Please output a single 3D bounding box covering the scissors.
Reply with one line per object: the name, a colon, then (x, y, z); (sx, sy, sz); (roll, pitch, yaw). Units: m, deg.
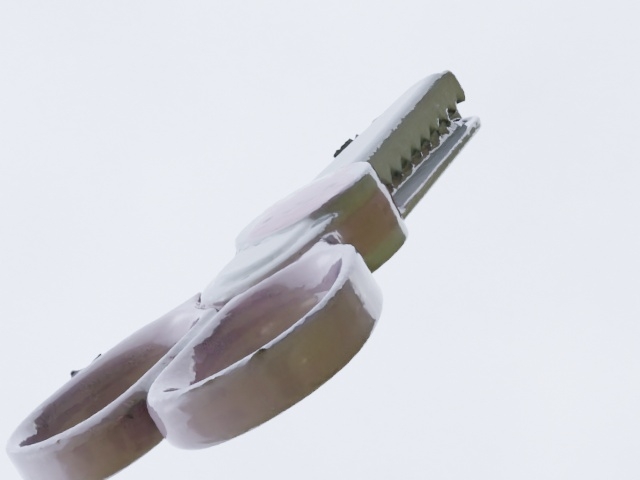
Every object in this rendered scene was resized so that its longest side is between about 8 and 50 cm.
scissors: (0.000, 0.000, 0.515); (0.031, 0.118, 0.242); (59, -143, -11)
